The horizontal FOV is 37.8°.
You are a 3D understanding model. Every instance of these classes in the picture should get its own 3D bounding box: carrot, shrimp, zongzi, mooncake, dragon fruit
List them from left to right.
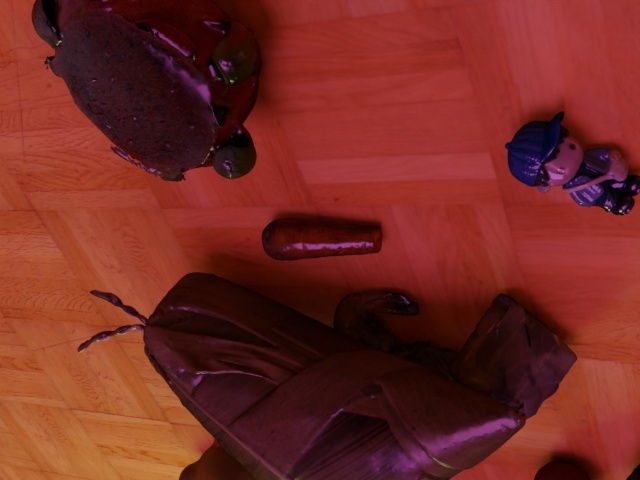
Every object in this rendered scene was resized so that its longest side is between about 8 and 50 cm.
[{"bbox_3d":[-0.179,-0.191,1.046,0.295,0.130,0.268,43,138,-13],"label":"dragon fruit"},{"bbox_3d":[-0.031,0.125,1.180,0.500,0.218,0.467,42,139,3],"label":"zongzi"},{"bbox_3d":[0.000,0.000,1.191,0.161,0.055,0.055,2,131,27],"label":"carrot"},{"bbox_3d":[0.145,0.141,1.246,0.296,0.058,0.169,6,131,31],"label":"shrimp"},{"bbox_3d":[0.228,0.148,1.150,0.125,0.130,0.073,41,170,-14],"label":"mooncake"}]

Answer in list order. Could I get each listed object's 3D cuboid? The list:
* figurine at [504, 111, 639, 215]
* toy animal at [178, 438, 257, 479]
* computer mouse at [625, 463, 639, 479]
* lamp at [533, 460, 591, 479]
[{"bbox_3d":[0.257,-0.077,0.962,0.136,0.077,0.079,27,176,-19],"label":"figurine"},{"bbox_3d":[-0.127,0.443,1.545,0.216,0.338,0.191,10,178,15],"label":"toy animal"},{"bbox_3d":[0.510,0.316,1.157,0.183,0.116,0.323,29,139,-6],"label":"computer mouse"},{"bbox_3d":[0.344,0.360,1.316,0.101,0.090,0.101,32,130,48],"label":"lamp"}]
